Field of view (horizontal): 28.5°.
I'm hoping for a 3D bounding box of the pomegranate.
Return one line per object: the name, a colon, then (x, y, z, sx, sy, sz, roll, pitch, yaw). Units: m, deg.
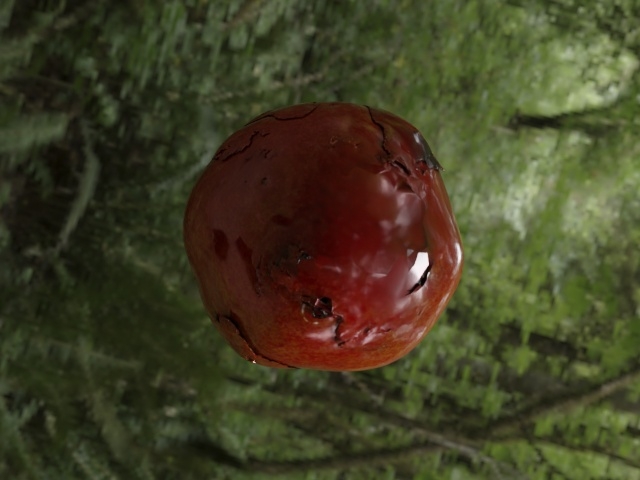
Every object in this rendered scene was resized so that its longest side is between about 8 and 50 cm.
pomegranate: (0.000, 0.000, 0.942, 0.235, 0.210, 0.210, 161, -54, -80)
